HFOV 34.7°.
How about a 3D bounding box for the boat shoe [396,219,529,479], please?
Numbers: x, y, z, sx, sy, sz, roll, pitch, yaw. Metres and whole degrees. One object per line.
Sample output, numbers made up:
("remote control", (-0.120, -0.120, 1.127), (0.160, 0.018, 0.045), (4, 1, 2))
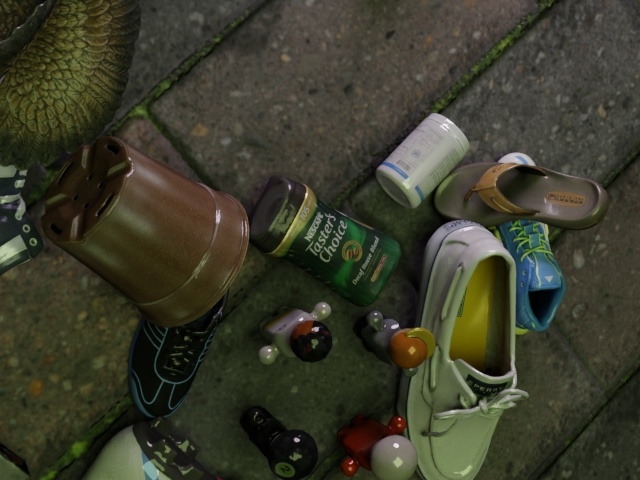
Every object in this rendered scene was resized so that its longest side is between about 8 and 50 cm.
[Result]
("boat shoe", (0.192, 0.169, 1.269), (0.136, 0.156, 0.367), (1, 107, -18))

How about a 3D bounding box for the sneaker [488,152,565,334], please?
("sneaker", (0.275, 0.008, 1.322), (0.091, 0.126, 0.240), (-5, 99, -22))

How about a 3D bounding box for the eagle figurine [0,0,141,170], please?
("eagle figurine", (-0.263, -0.213, 0.933), (0.226, 0.225, 0.298), (3, 88, -32))

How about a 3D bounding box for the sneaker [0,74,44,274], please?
("sneaker", (-0.331, -0.080, 1.080), (0.153, 0.099, 0.282), (40, 76, -28))

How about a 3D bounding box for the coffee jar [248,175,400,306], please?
("coffee jar", (0.000, 0.000, 1.234), (0.184, 0.079, 0.096), (30, 85, -22))

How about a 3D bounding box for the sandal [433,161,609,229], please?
("sandal", (0.244, -0.058, 1.272), (0.060, 0.219, 0.090), (38, 66, -59))

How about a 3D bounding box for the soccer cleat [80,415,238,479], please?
("soccer cleat", (-0.143, 0.347, 1.213), (0.143, 0.116, 0.331), (-41, 110, 6))

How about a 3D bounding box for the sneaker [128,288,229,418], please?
("sneaker", (-0.160, 0.099, 1.173), (0.081, 0.090, 0.232), (13, 91, -23))

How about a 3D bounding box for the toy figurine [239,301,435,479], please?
("toy figurine", (0.022, 0.183, 1.227), (0.213, 0.148, 0.209), (11, 92, -23))

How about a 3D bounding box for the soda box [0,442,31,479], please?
("soda box", (-0.398, 0.300, 1.121), (0.169, 0.053, 0.060), (-48, 111, -10))

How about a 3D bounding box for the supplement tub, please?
("supplement tub", (0.127, -0.099, 1.279), (0.107, 0.071, 0.071), (-45, 110, -12))

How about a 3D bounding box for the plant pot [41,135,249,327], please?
("plant pot", (-0.192, -0.016, 1.080), (0.165, 0.167, 0.167), (36, 82, -43))
